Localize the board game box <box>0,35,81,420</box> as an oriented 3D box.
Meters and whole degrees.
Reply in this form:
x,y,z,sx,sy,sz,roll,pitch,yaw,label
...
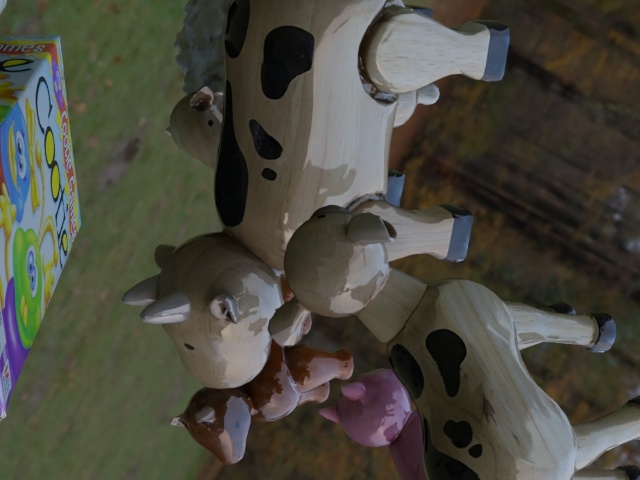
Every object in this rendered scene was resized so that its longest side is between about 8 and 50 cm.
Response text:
x,y,z,sx,sy,sz,roll,pitch,yaw,label
-0.237,-0.019,0.799,0.275,0.144,0.142,-93,-179,-68,board game box

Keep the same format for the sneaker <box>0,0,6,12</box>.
x,y,z,sx,sy,sz,roll,pitch,yaw,label
-0.295,-0.228,0.986,0.118,0.222,0.083,-63,155,-26,sneaker

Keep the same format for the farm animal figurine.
x,y,z,sx,sy,sz,roll,pitch,yaw,label
0.000,0.000,0.684,0.330,0.172,0.327,0,-90,57,farm animal figurine
